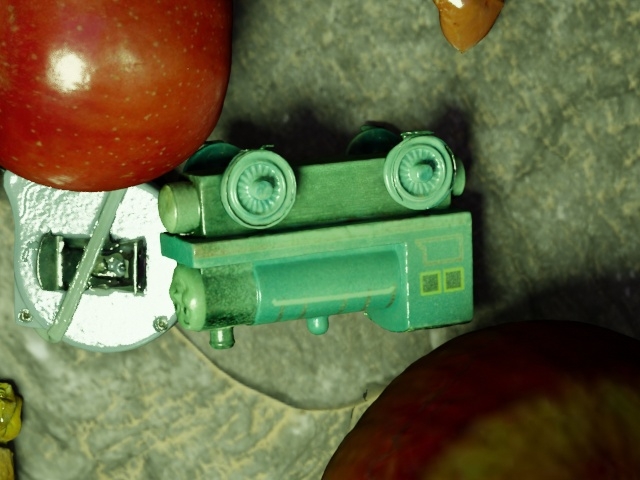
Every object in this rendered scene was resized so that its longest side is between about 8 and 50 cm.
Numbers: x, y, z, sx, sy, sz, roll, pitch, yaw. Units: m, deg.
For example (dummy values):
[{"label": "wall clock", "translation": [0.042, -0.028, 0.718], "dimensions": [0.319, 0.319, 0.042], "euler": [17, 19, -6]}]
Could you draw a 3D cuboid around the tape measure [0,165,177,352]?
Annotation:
[{"label": "tape measure", "translation": [-0.198, 0.012, 1.447], "dimensions": [0.181, 0.107, 0.182], "euler": [-3, 98, 6]}]

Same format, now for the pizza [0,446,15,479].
[{"label": "pizza", "translation": [-0.415, 0.305, 1.490], "dimensions": [0.229, 0.081, 0.289], "euler": [22, 77, 16]}]

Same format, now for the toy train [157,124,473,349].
[{"label": "toy train", "translation": [0.000, 0.000, 1.406], "dimensions": [0.298, 0.120, 0.194], "euler": [-7, 100, -24]}]

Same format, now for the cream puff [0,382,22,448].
[{"label": "cream puff", "translation": [-0.327, 0.162, 1.497], "dimensions": [0.083, 0.083, 0.058], "euler": [-9, 56, 11]}]

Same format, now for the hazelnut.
[{"label": "hazelnut", "translation": [0.162, 0.261, 1.334], "dimensions": [0.402, 0.402, 0.429], "euler": [38, 71, -8]}]

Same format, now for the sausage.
[{"label": "sausage", "translation": [0.116, -0.260, 1.416], "dimensions": [0.089, 0.089, 0.179], "euler": [-22, 98, 2]}]

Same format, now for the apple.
[{"label": "apple", "translation": [-0.191, -0.175, 1.333], "dimensions": [0.217, 0.260, 0.260], "euler": [2, 100, -16]}]
